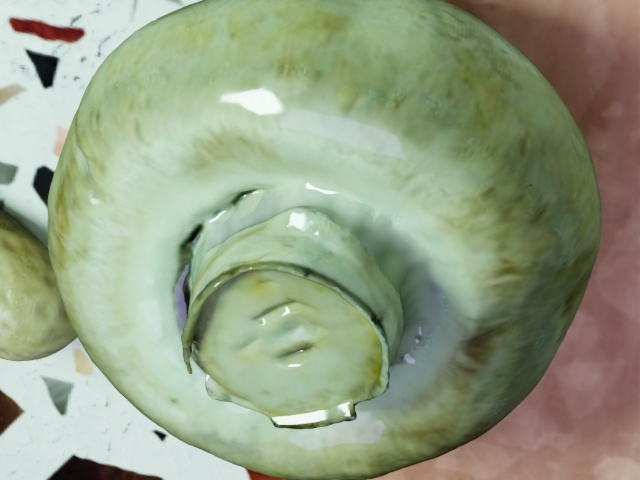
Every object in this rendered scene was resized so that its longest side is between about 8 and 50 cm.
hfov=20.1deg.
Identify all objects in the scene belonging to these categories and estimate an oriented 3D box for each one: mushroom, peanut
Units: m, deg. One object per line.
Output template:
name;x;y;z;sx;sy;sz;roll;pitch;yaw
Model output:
mushroom;0.000;0.000;1.120;0.352;0.260;0.352;7;128;9
peanut;-0.278;0.013;1.298;0.236;0.120;0.110;32;86;3
